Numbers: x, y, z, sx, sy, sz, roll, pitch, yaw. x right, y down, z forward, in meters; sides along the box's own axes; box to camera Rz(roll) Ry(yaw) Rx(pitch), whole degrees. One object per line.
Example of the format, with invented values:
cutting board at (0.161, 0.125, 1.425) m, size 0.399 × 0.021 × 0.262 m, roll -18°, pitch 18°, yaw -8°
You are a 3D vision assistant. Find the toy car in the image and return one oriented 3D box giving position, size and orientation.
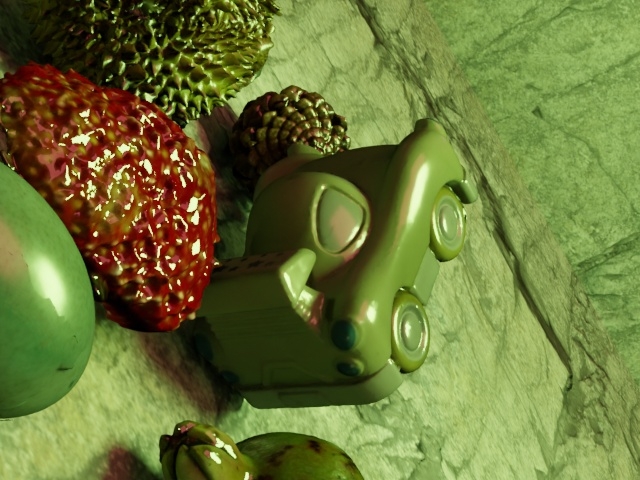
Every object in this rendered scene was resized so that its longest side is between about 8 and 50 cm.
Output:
toy car at (0.000, 0.000, 1.319) m, size 0.226 × 0.242 × 0.336 m, roll 52°, pitch 45°, yaw -34°

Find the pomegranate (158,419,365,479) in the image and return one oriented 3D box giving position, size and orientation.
pomegranate at (-0.040, 0.249, 1.149) m, size 0.241 × 0.159 × 0.190 m, roll 59°, pitch 21°, yaw -4°

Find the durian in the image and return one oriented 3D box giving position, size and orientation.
durian at (-0.181, -0.248, 1.282) m, size 0.293 × 0.258 × 0.258 m, roll -27°, pitch 91°, yaw -50°

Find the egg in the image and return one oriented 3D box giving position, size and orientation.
egg at (-0.262, 0.031, 0.884) m, size 0.236 × 0.169 × 0.169 m, roll 51°, pitch 25°, yaw -25°

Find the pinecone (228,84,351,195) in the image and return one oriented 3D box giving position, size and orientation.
pinecone at (-0.044, -0.123, 1.558) m, size 0.173 × 0.173 × 0.174 m, roll 47°, pitch 28°, yaw -34°

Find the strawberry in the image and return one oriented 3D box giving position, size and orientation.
strawberry at (-0.169, -0.045, 1.065) m, size 0.306 × 0.137 × 0.233 m, roll 59°, pitch 13°, yaw -74°
